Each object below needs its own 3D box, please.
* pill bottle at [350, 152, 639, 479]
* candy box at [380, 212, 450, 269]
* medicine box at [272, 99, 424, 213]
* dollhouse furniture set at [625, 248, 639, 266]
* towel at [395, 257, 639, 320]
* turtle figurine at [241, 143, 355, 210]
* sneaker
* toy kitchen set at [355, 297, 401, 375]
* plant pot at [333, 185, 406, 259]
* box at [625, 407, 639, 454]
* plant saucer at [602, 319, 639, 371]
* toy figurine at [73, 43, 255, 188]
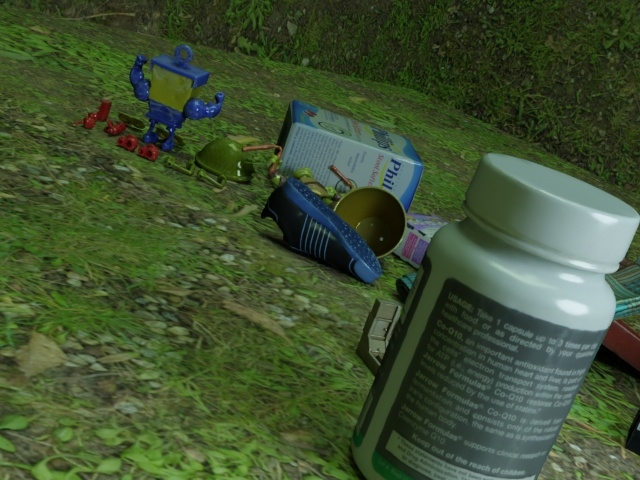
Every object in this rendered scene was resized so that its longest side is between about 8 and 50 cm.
[{"bbox_3d":[0.184,0.105,1.082,0.204,0.361,0.204,19,17,-6],"label":"pill bottle"},{"bbox_3d":[0.230,0.017,1.946,0.165,0.070,0.196,3,23,-46],"label":"candy box"},{"bbox_3d":[0.052,-0.171,2.205,0.289,0.149,0.263,17,16,-8],"label":"medicine box"},{"bbox_3d":[0.791,0.070,2.462,0.152,0.058,0.076,23,17,10],"label":"dollhouse furniture set"},{"bbox_3d":[0.338,0.078,1.646,0.370,0.040,0.271,-15,28,-15],"label":"towel"},{"bbox_3d":[-0.024,-0.088,1.957,0.270,0.087,0.217,21,21,-30],"label":"turtle figurine"},{"bbox_3d":[0.000,0.000,1.734,0.232,0.090,0.081,46,20,10],"label":"sneaker"},{"bbox_3d":[0.104,0.135,1.386,0.068,0.083,0.075,11,18,-26],"label":"toy kitchen set"},{"bbox_3d":[0.090,-0.021,1.835,0.134,0.134,0.095,24,-9,12],"label":"plant pot"},{"bbox_3d":[0.471,0.271,1.440,0.062,0.052,0.083,25,16,16],"label":"box"},{"bbox_3d":[0.490,0.146,1.764,0.259,0.047,0.258,33,10,-27],"label":"plant saucer"},{"bbox_3d":[-0.281,-0.273,2.018,0.363,0.217,0.191,23,17,13],"label":"toy figurine"}]
